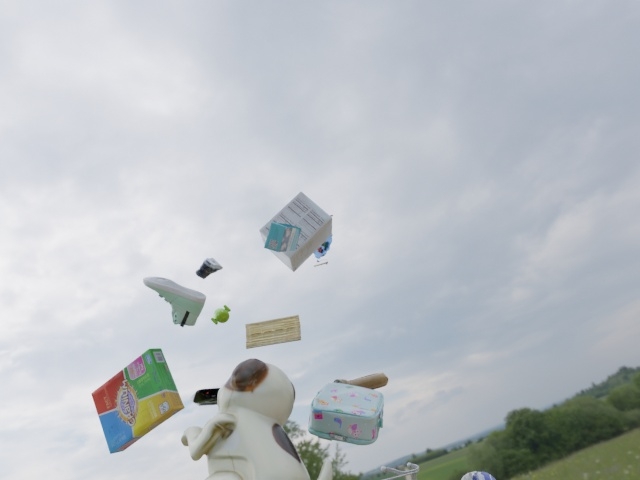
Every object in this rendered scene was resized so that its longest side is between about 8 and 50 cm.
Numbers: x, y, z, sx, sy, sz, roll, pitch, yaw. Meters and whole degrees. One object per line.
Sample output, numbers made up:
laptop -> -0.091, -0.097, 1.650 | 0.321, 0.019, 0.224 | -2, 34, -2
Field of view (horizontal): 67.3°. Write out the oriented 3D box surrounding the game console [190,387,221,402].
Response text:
game console -> -0.316, 0.606, 1.888 | 0.362, 0.043, 0.213 | 4, -26, -22

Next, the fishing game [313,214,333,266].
fishing game -> 0.000, 0.000, 2.439 | 0.041, 0.263, 0.189 | 13, -13, -29

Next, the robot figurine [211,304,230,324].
robot figurine -> -0.487, 0.369, 2.365 | 0.101, 0.067, 0.115 | -44, 17, -18

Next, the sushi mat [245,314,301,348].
sushi mat -> -0.262, 0.504, 2.650 | 0.317, 0.151, 0.019 | -11, -37, 6

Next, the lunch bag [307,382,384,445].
lunch bag -> 0.091, 0.544, 1.513 | 0.224, 0.107, 0.279 | 8, 3, 14

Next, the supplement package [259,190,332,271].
supplement package -> -0.106, -0.037, 2.173 | 0.263, 0.198, 0.199 | -45, -16, -15

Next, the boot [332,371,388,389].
boot -> 0.188, 0.656, 2.203 | 0.270, 0.089, 0.236 | -7, -17, -20

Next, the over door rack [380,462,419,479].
over door rack -> 0.234, 0.979, 1.771 | 0.325, 0.239, 0.108 | -1, -3, -37

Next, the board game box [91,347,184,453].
board game box -> -0.662, 0.574, 1.728 | 0.317, 0.242, 0.064 | -38, -24, 13

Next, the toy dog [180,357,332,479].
toy dog -> -0.175, 0.508, 1.227 | 0.396, 0.407, 0.285 | -30, -47, 25

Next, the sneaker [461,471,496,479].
sneaker -> 0.554, 0.874, 1.581 | 0.183, 0.127, 0.315 | 2, -56, -8

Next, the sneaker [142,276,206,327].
sneaker -> -0.573, 0.237, 1.822 | 0.094, 0.256, 0.150 | -35, -34, -78

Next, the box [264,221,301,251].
box -> -0.141, -0.012, 1.846 | 0.060, 0.100, 0.244 | 17, 4, 11

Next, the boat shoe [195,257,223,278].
boat shoe -> -0.486, 0.123, 2.088 | 0.083, 0.065, 0.183 | -47, -8, -1
